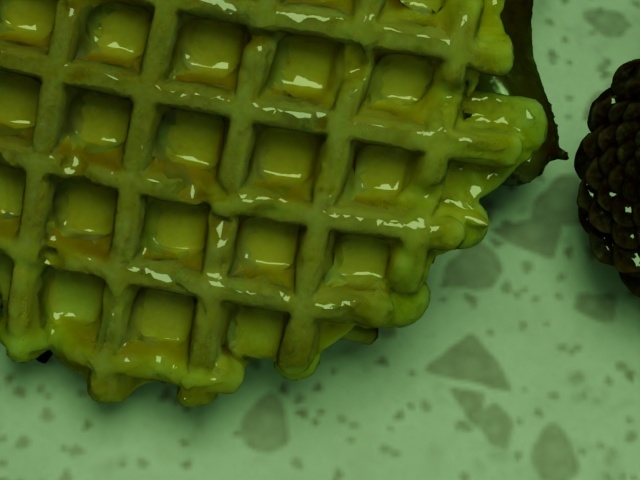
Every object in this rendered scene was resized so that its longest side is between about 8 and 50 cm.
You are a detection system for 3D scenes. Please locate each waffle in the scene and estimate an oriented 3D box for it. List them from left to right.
[{"bbox_3d":[-0.058,-0.072,0.875,0.329,0.062,0.329,1,100,7],"label":"waffle"}]

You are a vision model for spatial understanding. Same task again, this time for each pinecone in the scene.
[{"bbox_3d":[0.196,-0.031,0.943,0.120,0.140,0.140,-13,59,-51],"label":"pinecone"}]

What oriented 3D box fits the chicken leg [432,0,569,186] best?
[{"bbox_3d":[0.100,-0.198,1.019,0.211,0.140,0.361,-14,74,10],"label":"chicken leg"}]
